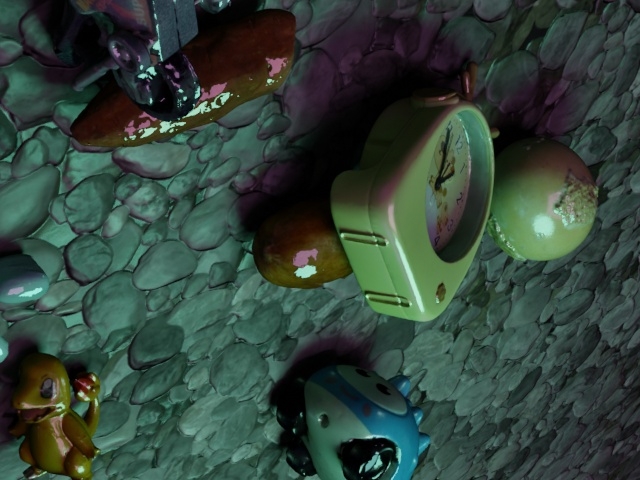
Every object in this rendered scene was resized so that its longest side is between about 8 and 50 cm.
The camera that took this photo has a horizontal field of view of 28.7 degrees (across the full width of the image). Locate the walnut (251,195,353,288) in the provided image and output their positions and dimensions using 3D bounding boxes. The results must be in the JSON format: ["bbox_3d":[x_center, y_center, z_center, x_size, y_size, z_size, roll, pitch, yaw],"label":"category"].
[{"bbox_3d":[0.000,0.000,1.521,0.207,0.116,0.116,-17,138,-47],"label":"walnut"}]

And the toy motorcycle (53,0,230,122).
[{"bbox_3d":[-0.175,-0.227,1.037,0.108,0.173,0.307,-45,156,-29],"label":"toy motorcycle"}]

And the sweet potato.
[{"bbox_3d":[-0.127,-0.152,1.225,0.252,0.097,0.097,-31,144,-21],"label":"sweet potato"}]

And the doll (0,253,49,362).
[{"bbox_3d":[-0.353,0.052,1.241,0.158,0.059,0.159,5,124,-49],"label":"doll"}]

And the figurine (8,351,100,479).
[{"bbox_3d":[-0.297,0.191,1.438,0.122,0.121,0.176,-54,148,-41],"label":"figurine"}]

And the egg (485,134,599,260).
[{"bbox_3d":[0.299,-0.056,1.721,0.164,0.164,0.201,-38,146,-10],"label":"egg"}]

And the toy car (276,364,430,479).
[{"bbox_3d":[0.061,0.275,1.805,0.190,0.188,0.255,-40,144,-22],"label":"toy car"}]

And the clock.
[{"bbox_3d":[0.133,-0.074,1.516,0.308,0.096,0.235,-58,141,-33],"label":"clock"}]
